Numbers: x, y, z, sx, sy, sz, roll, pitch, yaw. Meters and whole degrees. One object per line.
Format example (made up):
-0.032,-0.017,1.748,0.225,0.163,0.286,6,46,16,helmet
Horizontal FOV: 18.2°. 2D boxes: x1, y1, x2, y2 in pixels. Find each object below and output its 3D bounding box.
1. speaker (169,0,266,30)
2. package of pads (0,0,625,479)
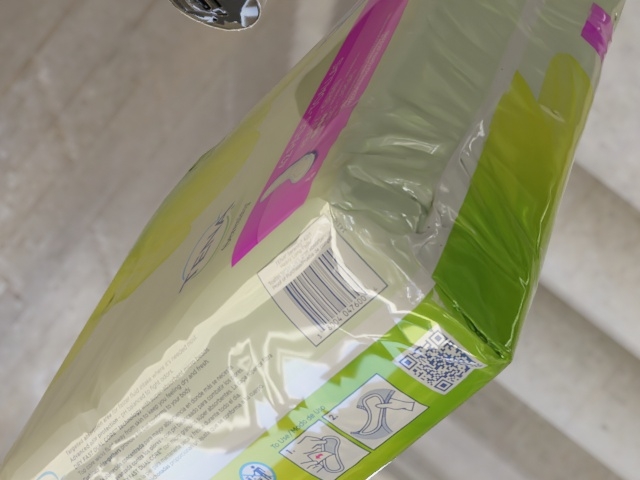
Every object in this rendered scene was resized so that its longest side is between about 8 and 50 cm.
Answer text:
-0.034,-0.174,1.013,0.055,0.055,0.136,120,-8,-62,speaker
0.000,0.000,0.818,0.229,0.101,0.296,-43,-169,34,package of pads
